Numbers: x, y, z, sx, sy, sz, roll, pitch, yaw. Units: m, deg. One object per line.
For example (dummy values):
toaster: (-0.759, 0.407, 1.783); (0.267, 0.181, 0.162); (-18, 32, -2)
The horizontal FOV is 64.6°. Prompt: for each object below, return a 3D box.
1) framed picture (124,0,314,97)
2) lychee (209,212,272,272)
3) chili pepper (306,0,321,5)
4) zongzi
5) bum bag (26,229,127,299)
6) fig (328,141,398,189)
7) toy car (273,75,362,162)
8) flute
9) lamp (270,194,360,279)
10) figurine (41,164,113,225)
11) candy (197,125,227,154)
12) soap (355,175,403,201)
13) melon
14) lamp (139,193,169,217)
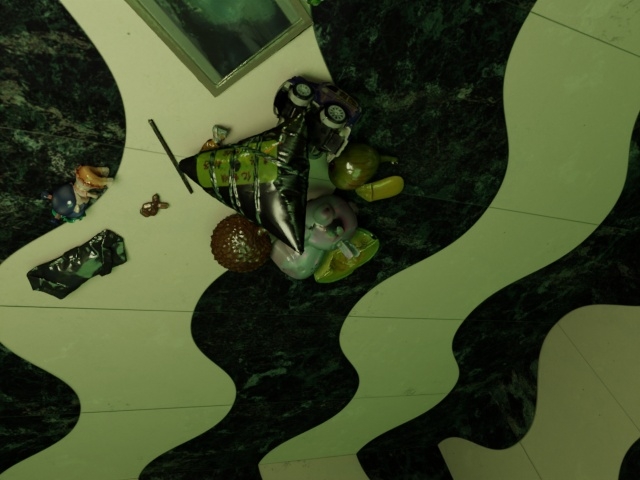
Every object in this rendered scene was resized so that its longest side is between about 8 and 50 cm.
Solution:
framed picture: (-0.261, -0.575, 1.155); (0.326, 0.028, 0.446); (-34, 135, 12)
lychee: (-0.246, 0.007, 1.610); (0.238, 0.200, 0.200); (-26, 140, 31)
chili pepper: (0.068, -0.626, 1.218); (0.227, 0.059, 0.088); (-27, 141, 8)
zongzi: (-0.147, -0.117, 1.350); (0.383, 0.362, 0.319); (-15, 164, 38)
bum bag: (-0.743, 0.080, 1.564); (0.310, 0.074, 0.137); (-29, 124, -2)
fig: (0.153, -0.233, 1.574); (0.259, 0.151, 0.151); (-6, 134, -22)
toy car: (-0.006, -0.347, 1.378); (0.235, 0.158, 0.172); (38, 145, -1)
flute: (-0.421, -0.232, 1.435); (0.014, 0.014, 0.269); (-21, 136, -1)
lamp: (0.000, 0.000, 1.661); (0.301, 0.247, 0.247); (-48, 160, 22)
figurine: (-0.668, -0.132, 1.383); (0.195, 0.111, 0.102); (-45, 149, 18)
candy: (-0.315, -0.252, 1.435); (0.053, 0.046, 0.182); (25, 125, -19)
soap: (0.204, -0.173, 1.726); (0.168, 0.033, 0.089); (-17, 134, -4)
melon: (0.088, 0.040, 1.836); (0.265, 0.129, 0.169); (-37, 157, 11)
lamp: (-0.505, -0.100, 1.519); (0.083, 0.031, 0.063); (-28, 135, 12)
